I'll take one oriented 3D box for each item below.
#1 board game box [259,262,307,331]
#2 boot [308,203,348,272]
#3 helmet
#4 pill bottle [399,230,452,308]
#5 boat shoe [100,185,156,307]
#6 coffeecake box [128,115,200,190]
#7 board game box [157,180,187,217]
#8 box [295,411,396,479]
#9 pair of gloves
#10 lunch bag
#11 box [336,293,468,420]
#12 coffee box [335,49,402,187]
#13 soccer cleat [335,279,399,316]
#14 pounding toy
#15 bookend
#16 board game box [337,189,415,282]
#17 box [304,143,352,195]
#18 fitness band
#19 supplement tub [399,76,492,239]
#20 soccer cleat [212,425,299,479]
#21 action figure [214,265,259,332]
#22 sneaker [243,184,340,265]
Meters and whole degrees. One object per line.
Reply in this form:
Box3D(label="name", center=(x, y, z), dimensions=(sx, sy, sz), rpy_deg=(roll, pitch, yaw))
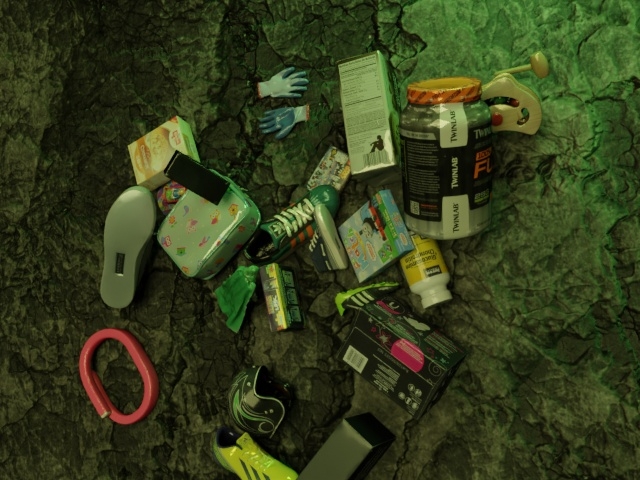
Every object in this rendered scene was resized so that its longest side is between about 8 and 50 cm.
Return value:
Box3D(label="board game box", center=(-0.096, 0.151, 1.755), dimensions=(0.048, 0.141, 0.170), rpy_deg=(-16, 77, 19))
Box3D(label="boot", center=(0.000, 0.000, 1.738), dimensions=(0.086, 0.069, 0.190), rpy_deg=(-13, 112, 22))
Box3D(label="helmet", center=(-0.162, 0.411, 1.738), dimensions=(0.161, 0.169, 0.169), rpy_deg=(30, 95, 5))
Box3D(label="pill bottle", center=(0.254, 0.068, 1.645), dimensions=(0.103, 0.103, 0.184), rpy_deg=(-24, 75, 18))
Box3D(label="boat shoe", center=(-0.537, 0.005, 1.943), dimensions=(0.136, 0.156, 0.367), rpy_deg=(12, 110, -4))
Box3D(label="coffeecake box", center=(-0.460, -0.254, 1.985), dimensions=(0.185, 0.068, 0.142), rpy_deg=(-27, 65, 17))
Box3D(label="board game box", center=(-0.417, -0.142, 1.982), dimensions=(0.133, 0.033, 0.168), rpy_deg=(43, 99, 21))
Box3D(label="box", center=(0.044, 0.549, 1.624), dimensions=(0.103, 0.184, 0.261), rpy_deg=(40, 98, 21))
Box3D(label="pair of gloves", center=(-0.103, -0.383, 1.892), dimensions=(0.159, 0.023, 0.198), rpy_deg=(-10, 79, 22))
Box3D(label="lunch bag", center=(-0.312, -0.050, 1.886), dimensions=(0.279, 0.108, 0.224), rpy_deg=(-49, 63, 7))
Box3D(label="box", center=(0.192, 0.271, 1.605), dimensions=(0.247, 0.142, 0.163), rpy_deg=(35, 118, 23))
Box3D(label="coffee box", center=(0.136, -0.301, 1.705), dimensions=(0.119, 0.168, 0.297), rpy_deg=(-11, 78, 20))
Box3D(label="soccer cleat", center=(0.122, 0.147, 1.717), dimensions=(0.179, 0.060, 0.072), rpy_deg=(-16, 88, 26))
Box3D(label="pounding toy", center=(0.446, -0.322, 1.636), dimensions=(0.269, 0.155, 0.154), rpy_deg=(-30, 102, 26))
Box3D(label="bookend", center=(-0.334, -0.171, 1.812), dimensions=(0.156, 0.157, 0.072), rpy_deg=(30, 92, -18))
Box3D(label="board game box", center=(0.133, -0.006, 1.676), dimensions=(0.211, 0.039, 0.160), rpy_deg=(-43, 64, 53))
Box3D(label="box", center=(0.032, -0.175, 1.807), dimensions=(0.094, 0.027, 0.137), rpy_deg=(33, 96, 21))
Box3D(label="fitness band", center=(-0.589, 0.394, 1.972), dimensions=(0.209, 0.054, 0.291), rpy_deg=(-40, 72, 13))
Box3D(label="supplement tub", center=(0.286, -0.189, 1.543), dimensions=(0.207, 0.207, 0.338), rpy_deg=(3, 114, 22))
Box3D(label="soccer cleat", center=(-0.173, 0.557, 1.725), dimensions=(0.289, 0.093, 0.121), rpy_deg=(9, 101, 40))
Box3D(label="action figure", center=(-0.210, 0.132, 1.783), dimensions=(0.137, 0.063, 0.232), rpy_deg=(55, 143, 16))
Box3D(label="sneaker", center=(-0.078, -0.034, 1.771), dimensions=(0.302, 0.121, 0.108), rpy_deg=(-42, 75, 18))
